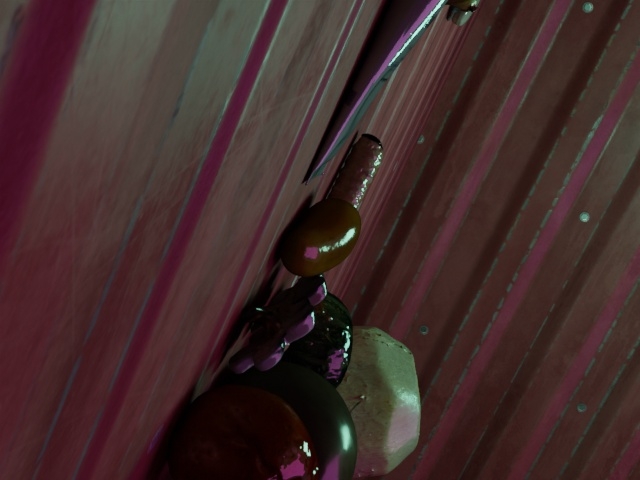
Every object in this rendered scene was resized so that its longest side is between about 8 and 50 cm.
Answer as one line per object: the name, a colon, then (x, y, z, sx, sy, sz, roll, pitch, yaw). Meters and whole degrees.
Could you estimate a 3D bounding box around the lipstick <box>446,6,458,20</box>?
lipstick: (0.298, -0.518, 2.114, 0.025, 0.025, 0.107, -60, 179, -40)

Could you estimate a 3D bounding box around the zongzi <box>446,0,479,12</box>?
zongzi: (0.222, -0.447, 1.368, 0.197, 0.099, 0.194, 89, 27, -63)

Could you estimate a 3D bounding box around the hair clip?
hair clip: (-0.057, 0.105, 1.344, 0.146, 0.075, 0.257, -43, 180, 17)

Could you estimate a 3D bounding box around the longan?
longan: (-0.055, 0.291, 1.391, 0.246, 0.215, 0.245, -18, 90, -87)

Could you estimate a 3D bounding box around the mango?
mango: (0.000, 0.000, 1.362, 0.102, 0.085, 0.184, -65, 169, 28)

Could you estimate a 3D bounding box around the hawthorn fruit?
hawthorn fruit: (-0.082, 0.275, 1.175, 0.179, 0.200, 0.179, -26, 132, -32)

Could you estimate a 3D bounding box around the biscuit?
biscuit: (0.040, -0.068, 1.559, 0.219, 0.055, 0.061, -61, 155, -9)

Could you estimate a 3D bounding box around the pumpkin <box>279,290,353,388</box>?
pumpkin: (-0.023, 0.166, 1.566, 0.190, 0.146, 0.190, -31, -126, 57)

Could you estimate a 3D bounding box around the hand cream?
hand cream: (0.072, -0.211, 1.244, 0.320, 0.067, 0.109, -60, 177, 15)

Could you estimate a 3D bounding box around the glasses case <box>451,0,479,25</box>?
glasses case: (0.348, -0.575, 2.178, 0.204, 0.051, 0.081, -63, 174, -8)

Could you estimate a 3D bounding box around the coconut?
coconut: (0.034, 0.362, 2.185, 0.346, 0.361, 0.346, 179, -90, -86)
